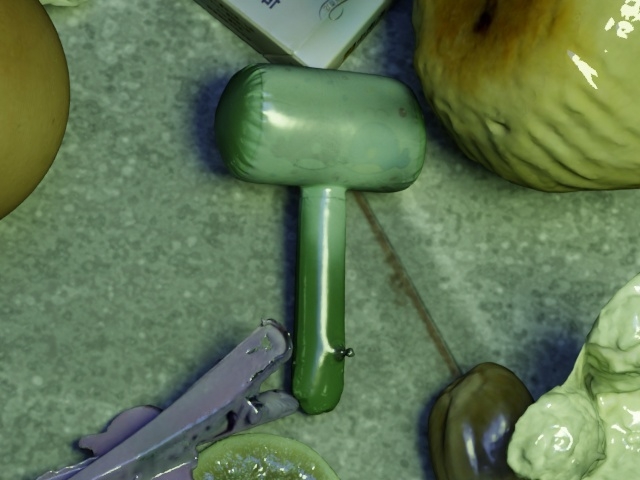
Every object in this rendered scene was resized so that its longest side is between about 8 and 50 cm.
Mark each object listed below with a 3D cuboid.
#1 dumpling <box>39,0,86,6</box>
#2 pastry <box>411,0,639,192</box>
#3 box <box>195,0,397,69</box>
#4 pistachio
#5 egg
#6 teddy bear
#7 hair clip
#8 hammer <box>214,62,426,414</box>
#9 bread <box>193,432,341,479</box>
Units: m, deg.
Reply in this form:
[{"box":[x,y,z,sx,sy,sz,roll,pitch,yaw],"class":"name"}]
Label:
[{"box":[-0.339,-0.316,1.874,0.252,0.131,0.179,13,49,-12],"class":"dumpling"},{"box":[0.277,-0.223,1.791,0.313,0.388,0.388,14,70,-39],"class":"pastry"},{"box":[-0.049,-0.282,1.919,0.243,0.067,0.155,40,76,5],"class":"box"},{"box":[0.162,0.207,1.795,0.108,0.126,0.185,-12,76,35],"class":"pistachio"},{"box":[-0.414,-0.140,1.718,0.374,0.301,0.301,7,74,-2],"class":"egg"},{"box":[0.385,0.234,1.703,0.362,0.375,0.327,36,84,18],"class":"teddy bear"},{"box":[-0.129,0.187,1.763,0.278,0.090,0.137,-36,62,-4],"class":"hair clip"},{"box":[0.000,0.000,1.825,0.206,0.119,0.335,3,84,-20],"class":"hammer"},{"box":[-0.043,0.239,1.795,0.193,0.036,0.112,22,73,0],"class":"bread"}]
